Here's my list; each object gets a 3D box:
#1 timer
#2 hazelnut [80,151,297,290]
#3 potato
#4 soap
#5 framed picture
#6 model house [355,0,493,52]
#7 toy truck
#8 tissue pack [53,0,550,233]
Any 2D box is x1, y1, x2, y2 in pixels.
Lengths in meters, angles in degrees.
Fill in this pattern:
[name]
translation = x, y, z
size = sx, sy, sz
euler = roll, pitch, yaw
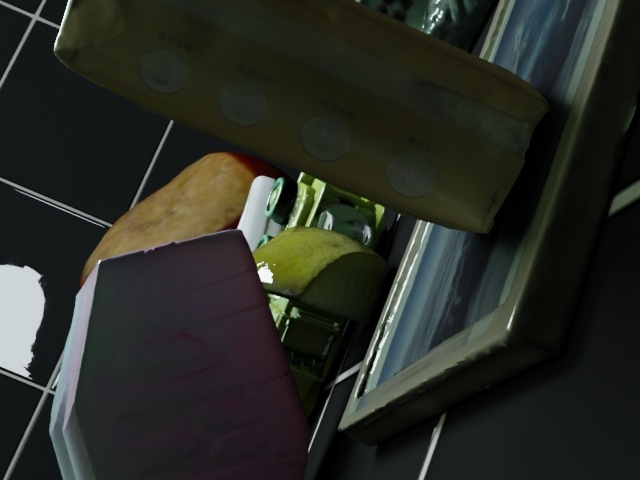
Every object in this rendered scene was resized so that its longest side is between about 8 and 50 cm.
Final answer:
[timer]
translation = -0.086, 0.040, 1.384
size = 0.253, 0.078, 0.178
euler = -83, 14, -63
[hazelnut]
translation = -0.180, 0.058, 1.712
size = 0.409, 0.359, 0.359
euler = -34, -8, -18
[potato]
translation = -0.028, 0.015, 0.988
size = 0.120, 0.149, 0.081
euler = 28, -101, -56
[soap]
translation = -0.110, 0.171, 0.872
size = 0.109, 0.193, 0.324
euler = 138, 116, -65
[framed picture]
translation = 0.130, -0.106, 0.635
size = 0.326, 0.028, 0.446
euler = 123, 170, -69
[model house]
translation = 0.011, -0.281, 1.198
size = 0.194, 0.325, 0.267
euler = -68, 3, -50
[toy truck]
translation = -0.020, 0.070, 1.107
size = 0.259, 0.128, 0.135
euler = -66, 17, 8
[tissue pack]
translation = -0.010, -0.081, 0.551
size = 0.186, 0.222, 0.090
euler = -108, 38, -83
